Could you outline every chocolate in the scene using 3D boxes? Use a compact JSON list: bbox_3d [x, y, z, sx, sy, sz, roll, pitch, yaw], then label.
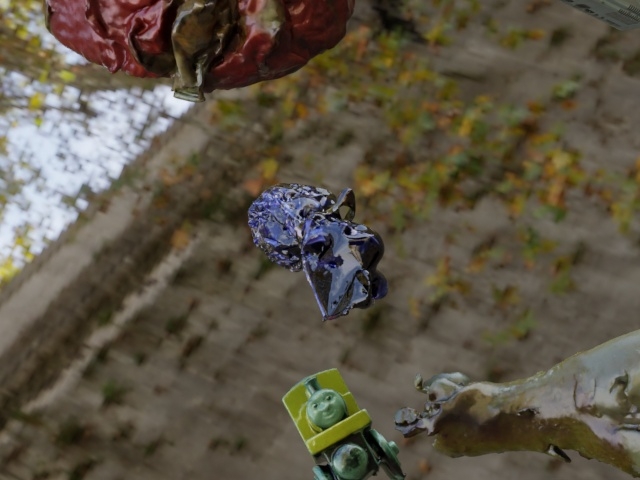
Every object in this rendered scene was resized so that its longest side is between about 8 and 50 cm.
[{"bbox_3d":[0.003,0.002,1.743,0.126,0.343,0.148,32,-88,-19],"label":"chocolate"}]

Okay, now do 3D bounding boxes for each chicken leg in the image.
[{"bbox_3d":[0.291,0.170,1.513,0.153,0.429,0.201,49,-142,-56],"label":"chicken leg"}]

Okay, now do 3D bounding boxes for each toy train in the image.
[{"bbox_3d":[0.029,0.318,2.289,0.150,0.237,0.369,-29,-10,-5],"label":"toy train"}]

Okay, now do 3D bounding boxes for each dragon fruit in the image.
[{"bbox_3d":[-0.090,-0.248,1.251,0.317,0.205,0.152,-23,-37,-10],"label":"dragon fruit"}]

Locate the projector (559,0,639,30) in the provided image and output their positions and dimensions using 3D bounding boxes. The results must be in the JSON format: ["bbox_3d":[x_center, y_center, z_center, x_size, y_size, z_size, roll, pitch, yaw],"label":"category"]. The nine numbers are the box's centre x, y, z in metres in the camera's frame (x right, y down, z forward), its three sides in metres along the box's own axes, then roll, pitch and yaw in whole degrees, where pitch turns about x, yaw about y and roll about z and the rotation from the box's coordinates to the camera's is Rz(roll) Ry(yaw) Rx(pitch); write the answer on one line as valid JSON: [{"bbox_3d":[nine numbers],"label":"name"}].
[{"bbox_3d":[0.289,-0.294,1.382,0.115,0.061,0.147,18,-97,-31],"label":"projector"}]
